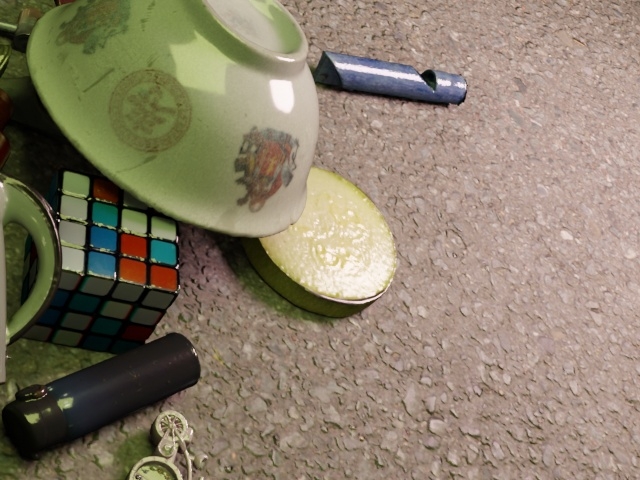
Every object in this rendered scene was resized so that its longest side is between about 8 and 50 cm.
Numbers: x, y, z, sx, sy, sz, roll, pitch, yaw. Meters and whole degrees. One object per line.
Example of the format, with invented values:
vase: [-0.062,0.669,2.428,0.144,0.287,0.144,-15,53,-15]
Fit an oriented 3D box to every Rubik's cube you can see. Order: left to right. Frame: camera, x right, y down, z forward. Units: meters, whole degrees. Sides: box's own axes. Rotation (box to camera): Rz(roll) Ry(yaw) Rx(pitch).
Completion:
Rubik's cube: [-0.270,0.030,1.364,0.155,0.151,0.154,15,46,-25]

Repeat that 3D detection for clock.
clock: [-0.176,0.262,1.307,0.087,0.041,0.129,22,49,-12]

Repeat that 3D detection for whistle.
whistle: [0.125,-0.284,1.977,0.304,0.062,0.062,4,52,-33]

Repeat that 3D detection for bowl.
bowl: [-0.142,-0.226,1.464,0.435,0.196,0.434,30,32,-21]

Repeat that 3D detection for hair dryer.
hair dryer: [-0.461,-0.315,1.621,0.114,0.037,0.063,12,48,-17]

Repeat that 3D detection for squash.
squash: [0.000,0.000,1.658,0.252,0.049,0.252,20,46,-22]

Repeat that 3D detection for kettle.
kettle: [-0.387,0.036,1.189,0.221,0.161,0.236,1,83,-18]

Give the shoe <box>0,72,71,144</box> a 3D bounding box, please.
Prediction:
shoe: [-0.401,-0.200,1.528,0.195,0.078,0.079,26,44,-19]

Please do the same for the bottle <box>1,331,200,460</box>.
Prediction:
bottle: [-0.252,0.175,1.304,0.244,0.072,0.082,-22,111,-43]

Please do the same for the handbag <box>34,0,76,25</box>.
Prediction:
handbag: [-0.258,-0.284,1.681,0.260,0.084,0.275,50,39,4]

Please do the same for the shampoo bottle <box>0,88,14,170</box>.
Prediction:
shampoo bottle: [-0.464,-0.078,1.376,0.118,0.076,0.314,17,44,-2]

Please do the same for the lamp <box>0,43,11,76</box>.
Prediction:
lamp: [-0.536,-0.175,1.353,0.283,0.124,0.203,19,56,2]
